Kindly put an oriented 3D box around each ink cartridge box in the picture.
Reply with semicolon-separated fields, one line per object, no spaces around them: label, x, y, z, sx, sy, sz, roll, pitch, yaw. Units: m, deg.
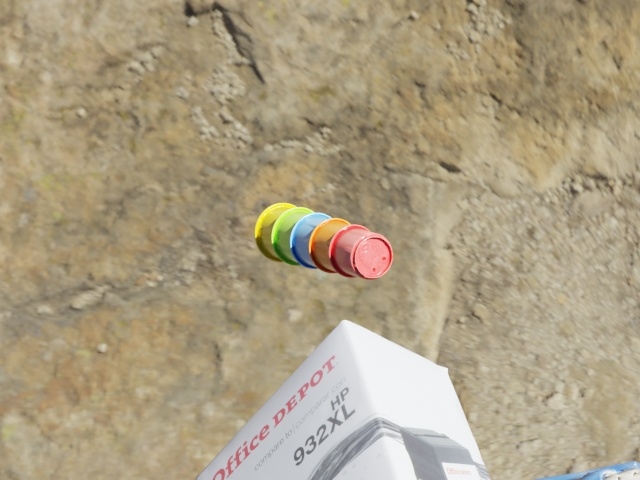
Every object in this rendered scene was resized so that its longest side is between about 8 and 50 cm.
ink cartridge box;0.026;0.251;0.900;0.223;0.129;0.307;-48;31;21

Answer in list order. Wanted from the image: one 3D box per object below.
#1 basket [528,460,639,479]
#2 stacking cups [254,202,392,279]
basket;0.281;0.319;1.029;0.289;0.201;0.255;-26;59;29
stacking cups;0.000;0.000;1.653;0.316;0.096;0.096;12;83;66
